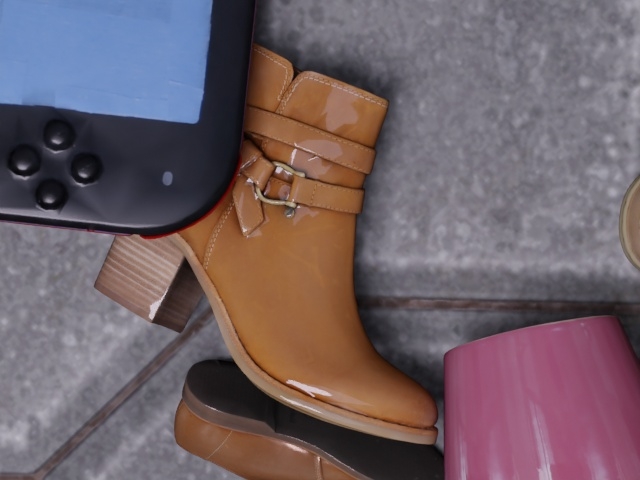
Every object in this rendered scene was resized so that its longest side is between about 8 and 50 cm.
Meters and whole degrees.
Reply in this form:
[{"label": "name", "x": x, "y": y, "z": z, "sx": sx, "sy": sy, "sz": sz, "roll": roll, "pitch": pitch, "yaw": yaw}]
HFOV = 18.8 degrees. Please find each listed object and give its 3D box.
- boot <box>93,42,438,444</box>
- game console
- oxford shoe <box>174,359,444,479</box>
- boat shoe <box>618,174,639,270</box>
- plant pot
[{"label": "boot", "x": 0.000, "y": 0.000, "z": 1.371, "sx": 0.283, "sy": 0.109, "sz": 0.220, "roll": 30, "pitch": 91, "yaw": 19}, {"label": "game console", "x": -0.211, "y": -0.202, "z": 1.317, "sx": 0.342, "sy": 0.060, "sz": 0.386, "roll": 7, "pitch": 81, "yaw": -8}, {"label": "oxford shoe", "x": -0.006, "y": 0.156, "z": 1.424, "sx": 0.212, "sy": 0.076, "sz": 0.076, "roll": 21, "pitch": 126, "yaw": -2}, {"label": "boat shoe", "x": 0.385, "y": -0.010, "z": 1.362, "sx": 0.341, "sy": 0.110, "sz": 0.121, "roll": 1, "pitch": 96, "yaw": 1}, {"label": "plant pot", "x": 0.167, "y": 0.154, "z": 1.357, "sx": 0.201, "sy": 0.201, "sz": 0.180, "roll": -13, "pitch": 80, "yaw": 3}]
